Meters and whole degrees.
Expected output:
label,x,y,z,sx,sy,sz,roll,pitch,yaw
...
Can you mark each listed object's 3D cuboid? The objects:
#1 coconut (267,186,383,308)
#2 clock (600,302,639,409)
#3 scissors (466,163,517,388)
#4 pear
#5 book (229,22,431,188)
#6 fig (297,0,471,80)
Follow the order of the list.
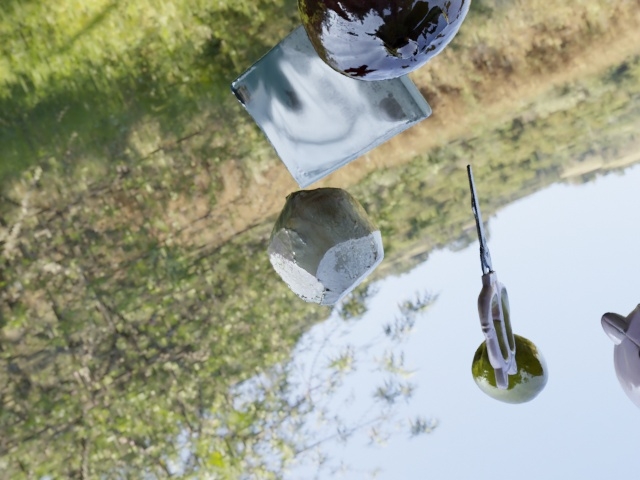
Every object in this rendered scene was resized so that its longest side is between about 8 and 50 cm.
label,x,y,z,sx,sy,sz,roll,pitch,yaw
coconut,0.003,-0.002,1.402,0.194,0.194,0.194,-23,-171,4
clock,0.729,0.253,1.621,0.377,0.250,0.368,10,-157,-33
scissors,0.240,0.047,1.212,0.024,0.317,0.160,-10,-178,23
pear,0.401,0.271,1.797,0.148,0.162,0.149,-57,-167,22
book,0.005,-0.266,1.571,0.379,0.264,0.031,-27,-169,49
fig,0.079,-0.317,1.101,0.235,0.235,0.214,-13,-124,50
